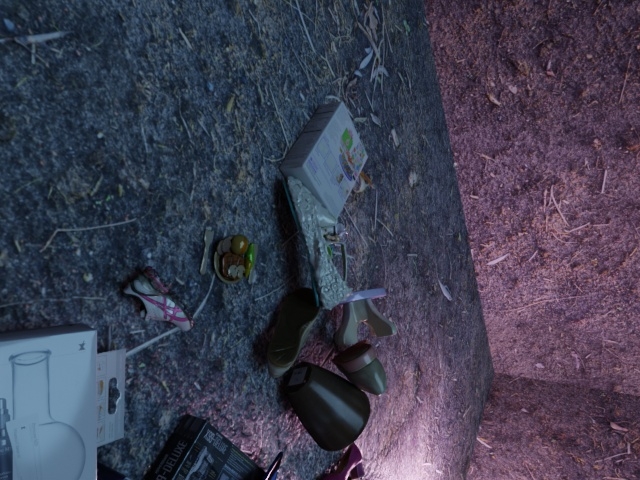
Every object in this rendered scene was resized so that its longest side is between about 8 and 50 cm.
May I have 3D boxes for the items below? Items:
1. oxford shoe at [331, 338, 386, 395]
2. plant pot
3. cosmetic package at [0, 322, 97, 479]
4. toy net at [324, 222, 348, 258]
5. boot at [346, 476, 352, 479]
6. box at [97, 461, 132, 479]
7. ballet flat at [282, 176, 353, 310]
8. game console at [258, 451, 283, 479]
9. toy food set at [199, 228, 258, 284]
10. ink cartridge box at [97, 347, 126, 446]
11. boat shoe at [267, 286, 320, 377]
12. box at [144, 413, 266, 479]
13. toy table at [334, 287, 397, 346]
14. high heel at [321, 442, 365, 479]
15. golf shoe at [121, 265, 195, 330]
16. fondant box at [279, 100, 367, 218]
[{"bbox_3d":[0.130,0.418,1.438,0.146,0.141,0.397,59,-2,7],"label":"oxford shoe"},{"bbox_3d":[-0.001,0.480,1.350,0.230,0.216,0.215,50,49,-24],"label":"plant pot"},{"bbox_3d":[-0.516,0.280,0.602,0.378,0.098,0.284,-1,88,-43],"label":"cosmetic package"},{"bbox_3d":[0.050,0.026,1.531,0.232,0.045,0.122,-49,129,-44],"label":"toy net"},{"bbox_3d":[0.069,1.015,1.524,0.264,0.096,0.280,-22,108,-53],"label":"boot"},{"bbox_3d":[-0.420,0.502,0.756,0.207,0.153,0.108,-53,131,-43],"label":"box"},{"bbox_3d":[0.000,0.000,1.317,0.147,0.147,0.408,-18,93,-54],"label":"ballet flat"},{"bbox_3d":[-0.114,0.729,1.085,0.174,0.250,0.292,10,97,-47],"label":"game console"},{"bbox_3d":[-0.221,0.046,1.141,0.192,0.039,0.132,20,74,-54],"label":"toy food set"},{"bbox_3d":[-0.462,0.294,0.786,0.225,0.056,0.180,4,87,-59],"label":"ink cartridge box"},{"bbox_3d":[-0.082,0.263,1.306,0.302,0.109,0.098,-66,177,-47],"label":"boat shoe"},{"bbox_3d":[-0.275,0.594,1.034,0.242,0.077,0.307,-61,137,-36],"label":"box"},{"bbox_3d":[0.130,0.258,1.506,0.275,0.252,0.160,-5,78,-37],"label":"toy table"},{"bbox_3d":[0.066,0.792,1.556,0.244,0.082,0.117,7,56,-43],"label":"high heel"},{"bbox_3d":[-0.345,0.140,0.952,0.086,0.068,0.186,-41,128,-16],"label":"golf shoe"},{"bbox_3d":[0.024,-0.257,1.448,0.238,0.096,0.330,58,47,-38],"label":"fondant box"}]
